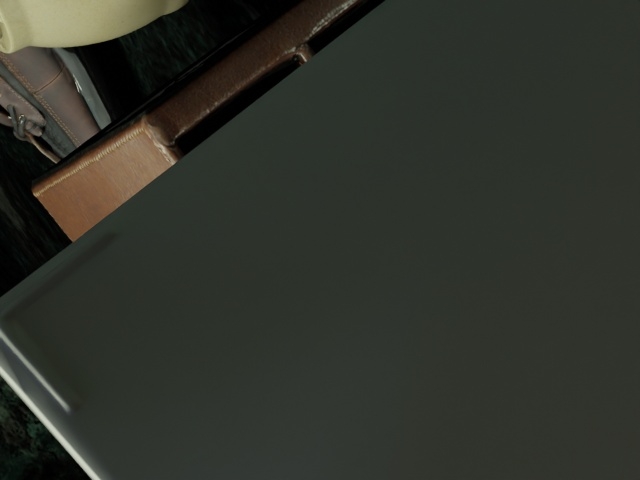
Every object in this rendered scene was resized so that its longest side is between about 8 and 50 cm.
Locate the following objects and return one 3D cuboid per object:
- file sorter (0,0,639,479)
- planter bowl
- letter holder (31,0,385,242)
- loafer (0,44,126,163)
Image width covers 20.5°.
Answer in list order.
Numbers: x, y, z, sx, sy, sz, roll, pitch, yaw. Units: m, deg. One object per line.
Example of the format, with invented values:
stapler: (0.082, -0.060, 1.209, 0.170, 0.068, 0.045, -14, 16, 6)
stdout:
file sorter: (0.092, 0.036, 0.486, 0.193, 0.278, 0.173, 41, 164, 35)
planter bowl: (-0.168, -0.178, 1.039, 0.162, 0.109, 0.162, 48, 162, 21)
letter holder: (0.000, 0.000, 0.876, 0.214, 0.152, 0.302, 54, 164, -8)
loafer: (-0.216, -0.133, 1.222, 0.302, 0.095, 0.109, 62, -177, -49)
